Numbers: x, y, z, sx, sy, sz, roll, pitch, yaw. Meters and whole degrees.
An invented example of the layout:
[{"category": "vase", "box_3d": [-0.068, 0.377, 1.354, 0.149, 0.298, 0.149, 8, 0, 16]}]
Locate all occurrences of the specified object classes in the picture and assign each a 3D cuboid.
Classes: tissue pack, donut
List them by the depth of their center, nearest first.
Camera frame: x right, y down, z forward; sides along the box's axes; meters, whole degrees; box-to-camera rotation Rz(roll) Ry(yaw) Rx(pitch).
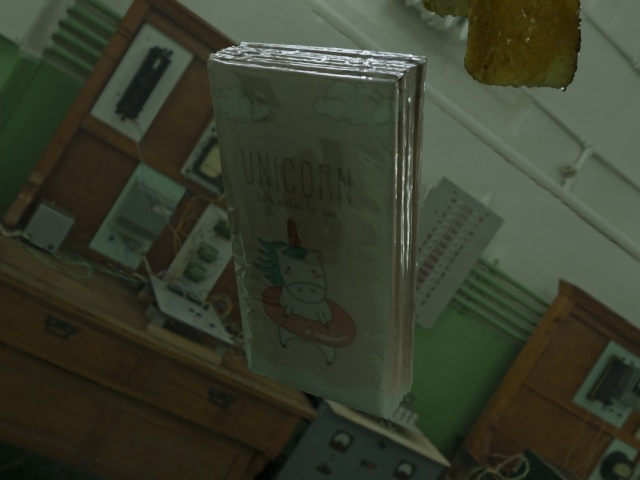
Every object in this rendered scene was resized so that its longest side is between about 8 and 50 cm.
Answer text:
[{"category": "tissue pack", "box_3d": [0.000, 0.000, 0.556, 0.170, 0.325, 0.071, 15, 36, 26]}, {"category": "donut", "box_3d": [0.182, -0.278, 0.655, 0.101, 0.152, 0.259, -6, 42, -5]}]
